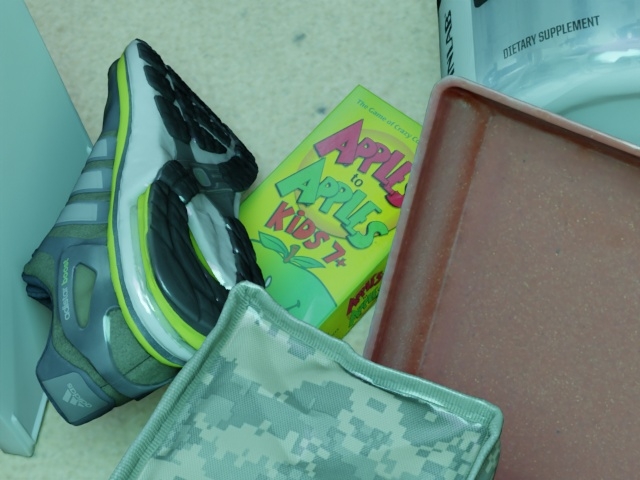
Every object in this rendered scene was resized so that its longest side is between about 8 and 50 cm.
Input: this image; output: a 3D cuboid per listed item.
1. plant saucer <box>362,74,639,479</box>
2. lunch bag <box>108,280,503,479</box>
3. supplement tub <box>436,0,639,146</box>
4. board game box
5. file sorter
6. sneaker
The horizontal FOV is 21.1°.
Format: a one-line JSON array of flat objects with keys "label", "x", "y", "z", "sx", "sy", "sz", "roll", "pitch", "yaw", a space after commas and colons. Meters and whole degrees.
[{"label": "plant saucer", "x": 0.152, "y": 0.069, "z": 0.876, "sx": 0.258, "sy": 0.259, "sz": 0.048, "roll": 24, "pitch": 28, "yaw": 19}, {"label": "lunch bag", "x": -0.048, "y": 0.206, "z": 0.796, "sx": 0.169, "sy": 0.235, "sz": 0.287, "roll": 25, "pitch": 66, "yaw": 14}, {"label": "supplement tub", "x": 0.169, "y": -0.182, "z": 1.007, "sx": 0.207, "sy": 0.207, "sz": 0.338, "roll": -4, "pitch": 60, "yaw": 5}, {"label": "board game box", "x": 0.000, "y": 0.000, "z": 1.018, "sx": 0.092, "sy": 0.043, "sz": 0.181, "roll": 35, "pitch": 70, "yaw": 24}, {"label": "file sorter", "x": -0.251, "y": -0.031, "z": 0.935, "sx": 0.173, "sy": 0.278, "sz": 0.193, "roll": 4, "pitch": 61, "yaw": 12}, {"label": "sneaker", "x": -0.110, "y": -0.014, "z": 0.963, "sx": 0.121, "sy": 0.111, "sz": 0.300, "roll": -35, "pitch": 25, "yaw": 16}]
